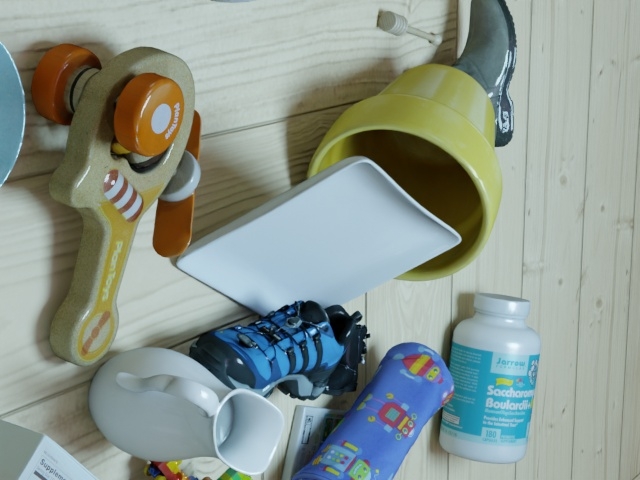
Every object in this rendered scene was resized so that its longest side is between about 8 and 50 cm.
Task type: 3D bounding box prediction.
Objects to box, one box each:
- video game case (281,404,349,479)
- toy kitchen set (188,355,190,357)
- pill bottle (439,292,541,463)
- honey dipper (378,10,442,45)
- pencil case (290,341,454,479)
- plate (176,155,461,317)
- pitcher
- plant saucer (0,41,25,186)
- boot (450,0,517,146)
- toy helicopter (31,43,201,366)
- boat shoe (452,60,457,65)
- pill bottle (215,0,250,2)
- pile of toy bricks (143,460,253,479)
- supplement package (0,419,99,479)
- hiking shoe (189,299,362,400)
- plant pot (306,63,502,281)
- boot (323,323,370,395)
[{"bbox_3d":[-0.005,0.318,1.852,0.143,0.019,0.157,17,83,-55],"label":"video game case"},{"bbox_3d":[-0.164,0.191,1.593,0.068,0.075,0.083,-34,95,-1],"label":"toy kitchen set"},{"bbox_3d":[0.281,0.223,2.121,0.146,0.146,0.264,0,98,-55],"label":"pill bottle"},{"bbox_3d":[0.137,-0.304,1.886,0.160,0.030,0.030,6,94,-57],"label":"honey dipper"},{"bbox_3d":[0.078,0.278,1.844,0.306,0.119,0.133,-48,179,-40],"label":"pencil case"},{"bbox_3d":[0.000,0.000,1.615,0.278,0.277,0.045,35,33,-53],"label":"plate"},{"bbox_3d":[-0.168,0.176,1.420,0.178,0.207,0.125,50,58,-47],"label":"pitcher"},{"bbox_3d":[-0.364,-0.117,1.218,0.195,0.037,0.195,-20,115,-51],"label":"plant saucer"},{"bbox_3d":[0.204,-0.248,1.922,0.161,0.083,0.247,-5,97,-23],"label":"boot"},{"bbox_3d":[-0.215,-0.035,1.406,0.235,0.140,0.355,-5,113,-63],"label":"toy helicopter"},{"bbox_3d":[0.223,-0.192,2.008,0.064,0.060,0.178,16,85,-55],"label":"boat shoe"},{"bbox_3d":[-0.095,-0.414,1.423,0.152,0.152,0.272,-42,131,-41],"label":"pill bottle"},{"bbox_3d":[-0.121,0.315,1.588,0.105,0.118,0.212,-42,135,-16],"label":"pile of toy bricks"},{"bbox_3d":[-0.340,0.317,1.219,0.263,0.199,0.198,-62,142,-24],"label":"supplement package"},{"bbox_3d":[-0.057,0.123,1.618,0.132,0.113,0.304,-55,159,10],"label":"hiking shoe"},{"bbox_3d":[0.134,-0.113,1.766,0.239,0.254,0.254,-63,145,-49],"label":"plant pot"},{"bbox_3d":[0.028,0.167,1.837,0.121,0.045,0.099,2,99,-62],"label":"boot"}]
